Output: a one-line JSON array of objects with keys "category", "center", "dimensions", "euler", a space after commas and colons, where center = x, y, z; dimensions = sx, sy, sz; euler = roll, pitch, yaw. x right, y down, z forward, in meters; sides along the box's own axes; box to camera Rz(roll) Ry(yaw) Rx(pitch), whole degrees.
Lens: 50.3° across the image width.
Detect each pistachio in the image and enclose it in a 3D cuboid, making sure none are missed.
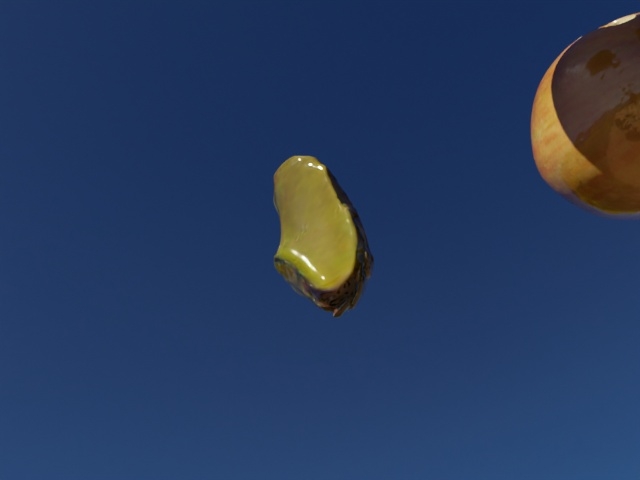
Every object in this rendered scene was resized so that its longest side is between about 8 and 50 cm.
[{"category": "pistachio", "center": [0.000, 0.000, 0.589], "dimensions": [0.089, 0.173, 0.049], "euler": [-42, -44, 21]}]

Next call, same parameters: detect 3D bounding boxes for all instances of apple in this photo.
[{"category": "apple", "center": [0.380, -0.150, 0.806], "dimensions": [0.242, 0.242, 0.241], "euler": [3, -18, -14]}]
